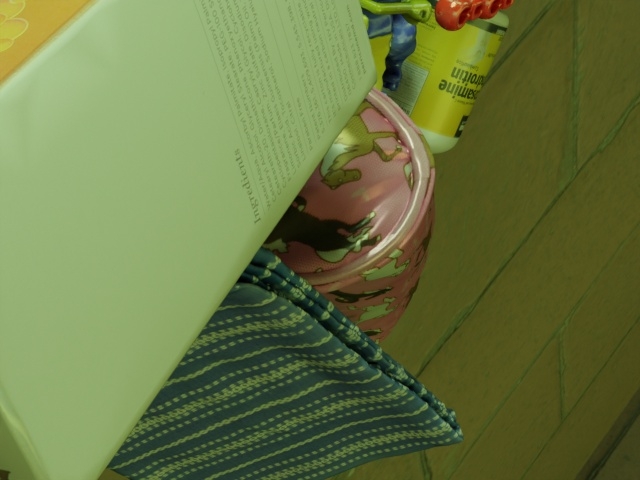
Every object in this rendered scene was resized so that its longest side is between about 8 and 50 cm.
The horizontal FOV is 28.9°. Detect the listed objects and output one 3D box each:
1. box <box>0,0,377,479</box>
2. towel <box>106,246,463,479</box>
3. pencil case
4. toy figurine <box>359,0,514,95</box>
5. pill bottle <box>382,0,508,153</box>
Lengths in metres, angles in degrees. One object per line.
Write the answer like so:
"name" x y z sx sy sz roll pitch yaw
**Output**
"box" -0.144 -0.060 0.610 0.345 0.215 0.168 -57 141 -44
"towel" -0.070 0.117 0.865 0.243 0.040 0.336 -23 144 20
"pencil case" 0.000 0.000 0.984 0.160 0.167 0.386 -62 171 -10
"toy figurine" 0.017 -0.135 0.979 0.362 0.191 0.217 -24 141 -47
"pill bottle" 0.098 -0.147 1.179 0.103 0.103 0.184 -3 120 -58
